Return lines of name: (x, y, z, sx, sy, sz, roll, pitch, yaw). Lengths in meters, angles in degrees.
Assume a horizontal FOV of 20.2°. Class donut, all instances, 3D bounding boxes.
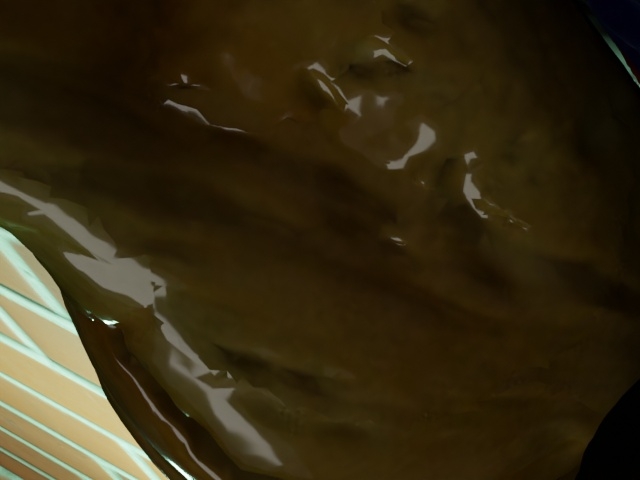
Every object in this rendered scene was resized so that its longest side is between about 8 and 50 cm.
donut: (-0.030, -0.052, 0.518, 0.360, 0.170, 0.360, 49, -176, -4)

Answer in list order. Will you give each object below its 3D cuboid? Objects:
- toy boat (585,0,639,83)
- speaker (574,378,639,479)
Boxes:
toy boat: (0.134, -0.028, 0.406, 0.318, 0.072, 0.219, 47, -158, -10)
speaker: (0.198, 0.177, 0.399, 0.329, 0.198, 0.259, 55, 174, -33)
